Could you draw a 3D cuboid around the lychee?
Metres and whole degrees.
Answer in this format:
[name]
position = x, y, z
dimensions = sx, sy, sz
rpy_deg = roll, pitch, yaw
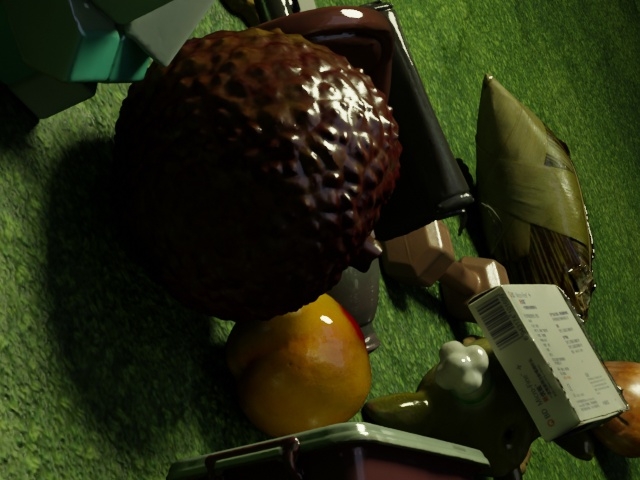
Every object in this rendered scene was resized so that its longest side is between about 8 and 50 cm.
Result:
[lychee]
position = -0.059, -0.057, 1.298
dimensions = 0.260, 0.260, 0.261
rpy_deg = 47, 30, -38

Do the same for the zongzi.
[zongzi]
position = 0.282, -0.042, 2.102
dimensions = 0.317, 0.154, 0.289
rpy_deg = 46, 29, -59

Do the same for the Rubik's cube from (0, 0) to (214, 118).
[Rubik's cube]
position = -0.192, -0.242, 1.213
dimensions = 0.224, 0.213, 0.265
rpy_deg = 48, 32, -39

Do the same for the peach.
[peach]
position = -0.022, 0.110, 1.373
dimensions = 0.138, 0.138, 0.138
rpy_deg = 47, 30, -38

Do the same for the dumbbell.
[dumbbell]
position = 0.158, 0.038, 1.885
dimensions = 0.231, 0.082, 0.092
rpy_deg = 33, 41, -53

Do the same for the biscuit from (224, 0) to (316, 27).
[biscuit]
position = -0.061, -0.309, 1.777
dimensions = 0.208, 0.049, 0.181
rpy_deg = 43, 33, -41

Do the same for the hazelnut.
[hazelnut]
position = 0.457, 0.250, 2.302
dimensions = 0.150, 0.150, 0.150
rpy_deg = 47, 30, -38

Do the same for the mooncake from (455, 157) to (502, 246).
[mooncake]
position = 0.188, -0.056, 2.003
dimensions = 0.150, 0.057, 0.347
rpy_deg = 49, 9, -27

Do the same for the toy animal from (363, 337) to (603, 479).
[toy animal]
position = 0.183, 0.200, 1.682
dimensions = 0.180, 0.181, 0.363
rpy_deg = 61, 21, 9

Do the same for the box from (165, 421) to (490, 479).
[box]
position = 0.020, 0.259, 1.259
dimensions = 0.294, 0.193, 0.168
rpy_deg = 24, 56, -59

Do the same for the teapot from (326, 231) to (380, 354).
[teapot]
position = 0.004, 0.057, 1.499
dimensions = 0.148, 0.116, 0.146
rpy_deg = -23, 100, -71

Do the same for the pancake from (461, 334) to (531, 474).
[pancake]
position = 0.225, 0.211, 1.948
dimensions = 0.199, 0.021, 0.199
rpy_deg = 46, 32, -40

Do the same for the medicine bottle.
[medicine bottle]
position = 0.244, 0.122, 1.604
dimensions = 0.171, 0.052, 0.201
rpy_deg = 61, 21, 13

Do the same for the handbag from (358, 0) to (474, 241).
[handbag]
position = 0.053, -0.120, 1.669
dimensions = 0.080, 0.223, 0.247
rpy_deg = -23, 89, -23

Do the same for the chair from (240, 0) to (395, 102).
[chair]
position = -0.061, -0.278, 1.519
dimensions = 0.226, 0.226, 0.401
rpy_deg = 8, 62, -64
